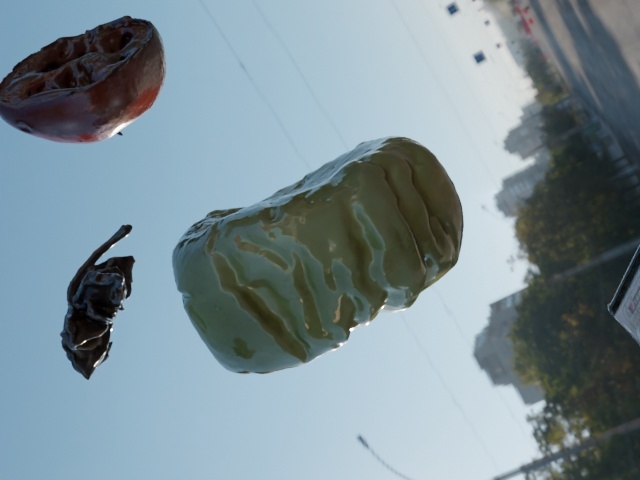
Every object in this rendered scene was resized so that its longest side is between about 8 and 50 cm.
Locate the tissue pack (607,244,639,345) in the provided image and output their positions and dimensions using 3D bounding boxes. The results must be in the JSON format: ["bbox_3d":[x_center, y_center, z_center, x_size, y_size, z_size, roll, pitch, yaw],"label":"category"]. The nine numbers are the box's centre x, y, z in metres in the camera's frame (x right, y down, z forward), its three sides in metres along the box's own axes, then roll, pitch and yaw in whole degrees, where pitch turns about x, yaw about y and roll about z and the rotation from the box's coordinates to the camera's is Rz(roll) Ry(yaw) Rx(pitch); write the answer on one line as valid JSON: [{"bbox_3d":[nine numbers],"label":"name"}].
[{"bbox_3d":[0.291,0.017,0.488,0.225,0.124,0.185,93,153,-49],"label":"tissue pack"}]

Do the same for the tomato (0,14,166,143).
[{"bbox_3d":[-0.286,-0.191,1.087,0.228,0.228,0.101,-94,-17,-52],"label":"tomato"}]

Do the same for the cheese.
[{"bbox_3d":[0.000,0.000,0.643,0.117,0.214,0.226,61,-168,-13],"label":"cheese"}]

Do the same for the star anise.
[{"bbox_3d":[-0.329,0.092,1.263,0.089,0.209,0.231,17,-137,-17],"label":"star anise"}]
